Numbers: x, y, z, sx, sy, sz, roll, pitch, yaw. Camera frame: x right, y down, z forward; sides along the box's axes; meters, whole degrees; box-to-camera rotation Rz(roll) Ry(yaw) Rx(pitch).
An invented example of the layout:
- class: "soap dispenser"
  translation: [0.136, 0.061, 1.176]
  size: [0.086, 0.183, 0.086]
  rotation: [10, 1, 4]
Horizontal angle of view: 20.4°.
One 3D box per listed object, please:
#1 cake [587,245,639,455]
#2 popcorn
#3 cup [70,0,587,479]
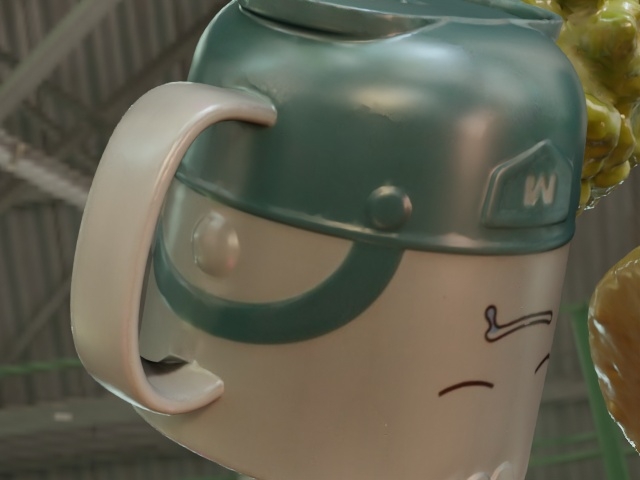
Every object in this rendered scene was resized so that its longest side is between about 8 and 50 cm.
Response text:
- class: "cake"
  translation: [0.416, 0.060, 1.357]
  size: [0.321, 0.332, 0.332]
  rotation: [-36, -42, -26]
- class: "popcorn"
  translation: [0.165, -0.164, 1.528]
  size: [0.312, 0.312, 0.312]
  rotation: [-2, -48, -3]
- class: "cup"
  translation: [0.000, 0.000, 0.914]
  size: [0.290, 0.219, 0.257]
  rotation: [-5, -70, -45]
